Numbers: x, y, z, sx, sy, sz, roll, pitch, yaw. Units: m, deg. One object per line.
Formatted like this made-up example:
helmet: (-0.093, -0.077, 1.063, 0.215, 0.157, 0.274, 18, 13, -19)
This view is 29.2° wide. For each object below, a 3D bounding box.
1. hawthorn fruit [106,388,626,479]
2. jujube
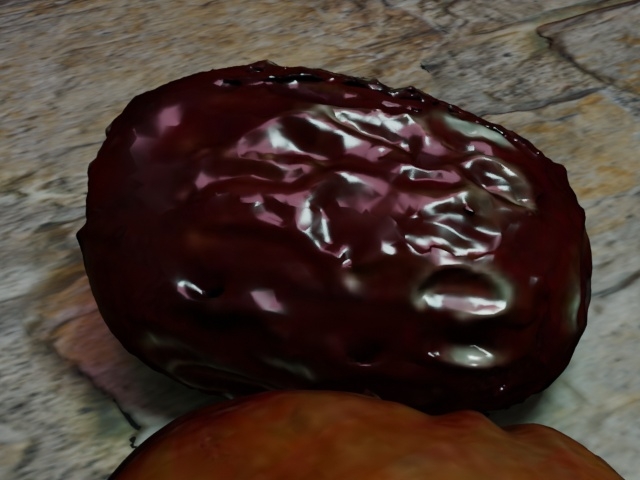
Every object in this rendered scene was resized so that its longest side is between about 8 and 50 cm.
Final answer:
hawthorn fruit: (0.013, 0.217, 0.500, 0.308, 0.325, 0.308, 22, -2, 1)
jujube: (0.000, 0.000, 0.875, 0.376, 0.258, 0.258, 6, 33, 21)
